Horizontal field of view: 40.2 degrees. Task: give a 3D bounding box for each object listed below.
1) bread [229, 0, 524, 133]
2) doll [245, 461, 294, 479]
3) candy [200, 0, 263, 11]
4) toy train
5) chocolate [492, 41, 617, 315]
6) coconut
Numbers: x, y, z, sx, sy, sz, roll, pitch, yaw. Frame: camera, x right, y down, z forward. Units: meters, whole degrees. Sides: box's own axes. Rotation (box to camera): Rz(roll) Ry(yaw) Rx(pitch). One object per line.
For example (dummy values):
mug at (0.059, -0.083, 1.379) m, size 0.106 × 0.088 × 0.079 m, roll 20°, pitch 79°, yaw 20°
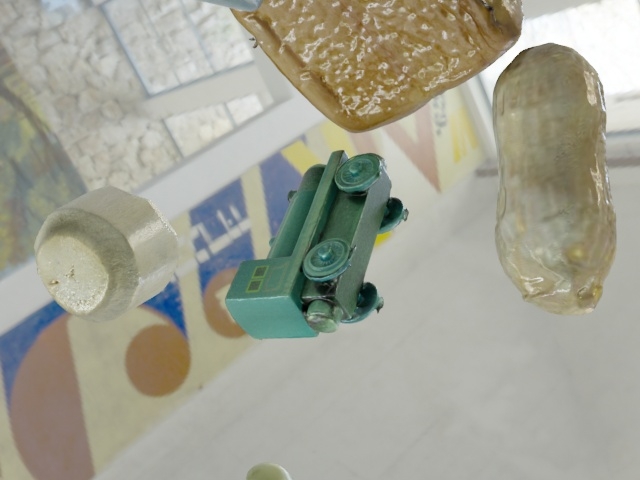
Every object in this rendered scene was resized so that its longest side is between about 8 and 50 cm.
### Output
bread at (0.068, -0.331, 1.192) m, size 0.328 × 0.337 × 0.148 m, roll -31°, pitch -154°, yaw 38°
doll at (-0.088, 0.441, 1.372) m, size 0.117 × 0.141 × 0.296 m, roll -34°, pitch -169°, yaw 2°
candy at (-0.107, -0.353, 0.987) m, size 0.138 × 0.174 × 0.071 m, roll 3°, pitch -153°, yaw -32°
toy train at (0.000, 0.000, 1.210) m, size 0.194 × 0.120 × 0.298 m, roll -6°, pitch -135°, yaw 30°
chocolate at (0.253, -0.069, 0.963) m, size 0.134 × 0.309 × 0.134 m, roll -2°, pitch 167°, yaw 0°
coconut at (-0.397, 0.019, 1.664) m, size 0.237 × 0.237 × 0.266 m, roll -16°, pitch -170°, yaw 31°
